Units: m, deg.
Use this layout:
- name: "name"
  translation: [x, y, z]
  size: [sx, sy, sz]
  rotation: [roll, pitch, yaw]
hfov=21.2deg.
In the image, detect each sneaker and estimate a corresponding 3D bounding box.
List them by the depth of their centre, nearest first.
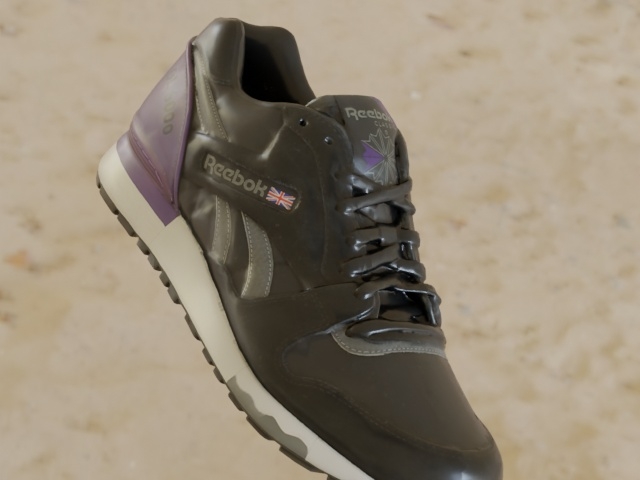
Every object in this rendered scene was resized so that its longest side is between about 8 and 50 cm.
- name: "sneaker"
  translation: [0.000, 0.000, 0.794]
  size: [0.107, 0.124, 0.283]
  rotation: [7, 34, -49]
